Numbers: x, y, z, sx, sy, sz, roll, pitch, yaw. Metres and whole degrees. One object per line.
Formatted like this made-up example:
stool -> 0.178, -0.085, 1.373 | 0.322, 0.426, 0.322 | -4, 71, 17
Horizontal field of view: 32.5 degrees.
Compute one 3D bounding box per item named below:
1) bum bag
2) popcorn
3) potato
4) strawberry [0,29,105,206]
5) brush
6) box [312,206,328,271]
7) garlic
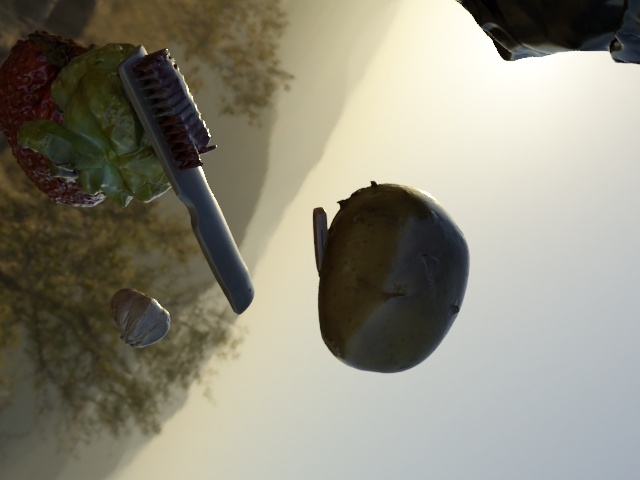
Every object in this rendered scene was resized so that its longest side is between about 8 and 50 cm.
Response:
bum bag -> 0.221, -0.215, 0.963 | 0.074, 0.137, 0.310 | -41, -151, -21
popcorn -> -0.243, -0.129, 1.244 | 0.212, 0.198, 0.198 | -34, 168, -29
potato -> 0.062, 0.028, 0.942 | 0.137, 0.137, 0.175 | 123, -26, -53
strawberry -> -0.368, -0.178, 1.657 | 0.261, 0.261, 0.257 | -167, -79, -88
brush -> -0.129, -0.063, 1.204 | 0.050, 0.321, 0.060 | -10, -151, 23
box -> 0.000, 0.000, 1.950 | 0.048, 0.025, 0.115 | -123, -152, -70
garlic -> -0.307, 0.125, 1.855 | 0.094, 0.113, 0.074 | -48, 160, -41
